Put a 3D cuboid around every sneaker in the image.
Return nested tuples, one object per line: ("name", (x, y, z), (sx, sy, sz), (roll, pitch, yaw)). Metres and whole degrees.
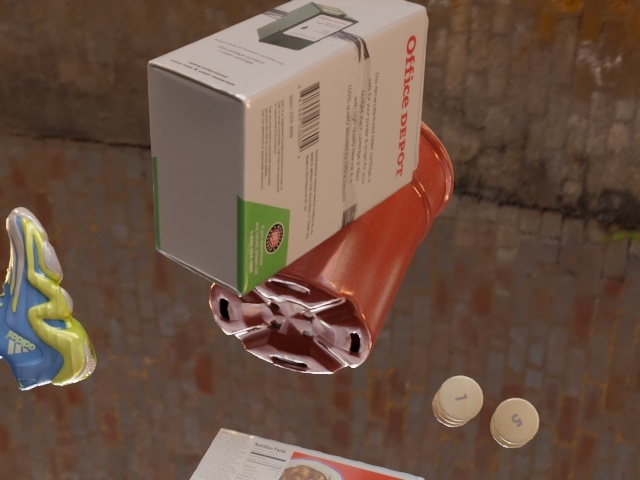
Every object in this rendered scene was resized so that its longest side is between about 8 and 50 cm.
("sneaker", (-0.377, 0.078, 1.425), (0.091, 0.126, 0.240), (105, -39, -69))

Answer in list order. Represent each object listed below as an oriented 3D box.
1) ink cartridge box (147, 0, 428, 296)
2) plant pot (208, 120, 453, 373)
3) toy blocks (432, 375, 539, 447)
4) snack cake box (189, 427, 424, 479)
("ink cartridge box", (-0.025, -0.111, 1.128), (0.121, 0.289, 0.211), (24, -52, 30))
("plant pot", (0.000, 0.000, 1.382), (0.272, 0.265, 0.272), (14, -36, 10))
("toy blocks", (0.197, 0.212, 1.381), (0.123, 0.054, 0.148), (22, -12, 7))
("snack cake box", (-0.025, 0.316, 1.252), (0.264, 0.152, 0.089), (9, -43, 29))
